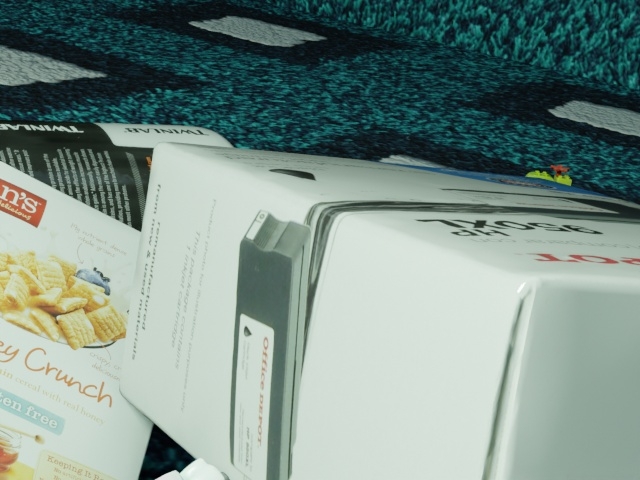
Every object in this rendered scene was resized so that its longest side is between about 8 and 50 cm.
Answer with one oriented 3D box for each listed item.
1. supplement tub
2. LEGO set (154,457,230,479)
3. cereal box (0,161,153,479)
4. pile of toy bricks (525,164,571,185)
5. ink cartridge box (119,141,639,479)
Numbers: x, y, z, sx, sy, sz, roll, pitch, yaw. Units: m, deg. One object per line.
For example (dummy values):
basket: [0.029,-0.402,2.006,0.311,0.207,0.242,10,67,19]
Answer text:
supplement tub: [-0.218,0.009,1.101,0.316,0.193,0.193,0,19,-28]
LEGO set: [-0.010,0.236,0.635,0.107,0.132,0.287,-27,60,-36]
cereal box: [-0.177,0.067,0.915,0.173,0.047,0.240,28,42,-16]
pile of toy bricks: [0.232,-0.029,1.591,0.212,0.105,0.118,7,17,-7]
ink cartridge box: [0.100,0.063,0.784,0.285,0.166,0.395,4,9,-27]
